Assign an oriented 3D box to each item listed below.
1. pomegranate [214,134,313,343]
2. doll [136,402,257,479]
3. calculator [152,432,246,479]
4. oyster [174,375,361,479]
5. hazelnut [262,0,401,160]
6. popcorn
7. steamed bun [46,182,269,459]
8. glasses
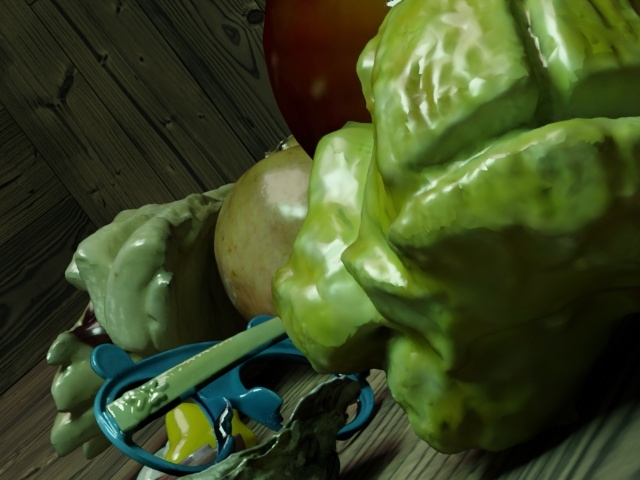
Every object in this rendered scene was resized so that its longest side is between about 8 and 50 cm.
[{"bbox_3d":[0.001,0.003,1.439,0.191,0.191,0.191,-36,6,5],"label":"pomegranate"},{"bbox_3d":[-0.116,0.179,1.346,0.135,0.071,0.113,-47,3,-34],"label":"doll"},{"bbox_3d":[-0.178,0.235,1.169,0.330,0.048,0.220,-39,-6,19],"label":"calculator"},{"bbox_3d":[-0.069,0.171,1.009,0.199,0.087,0.252,-47,-7,23],"label":"oyster"},{"bbox_3d":[0.147,-0.190,1.291,0.359,0.359,0.409,-33,6,28],"label":"hazelnut"},{"bbox_3d":[0.108,-0.027,0.912,0.276,0.225,0.276,-18,-38,-15],"label":"popcorn"},{"bbox_3d":[-0.144,0.076,1.598,0.189,0.247,0.428,-3,7,17],"label":"steamed bun"},{"bbox_3d":[-0.014,0.083,1.090,0.239,0.102,0.207,-8,-9,-45],"label":"glasses"}]
